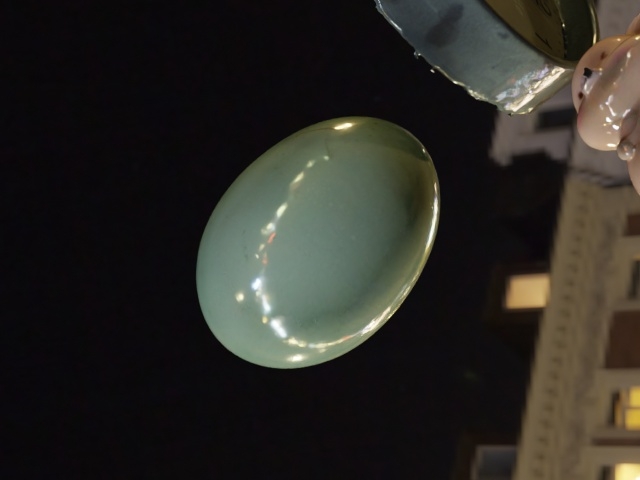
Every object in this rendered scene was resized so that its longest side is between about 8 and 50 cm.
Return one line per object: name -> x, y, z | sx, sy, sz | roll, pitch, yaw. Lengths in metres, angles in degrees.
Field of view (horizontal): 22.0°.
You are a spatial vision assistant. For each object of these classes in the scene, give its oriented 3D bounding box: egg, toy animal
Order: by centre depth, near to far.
toy animal -> 0.205, -0.072, 1.016 | 0.089, 0.083, 0.150 | 43, -161, -54
egg -> 0.000, 0.000, 1.333 | 0.231, 0.168, 0.168 | -47, -53, -8

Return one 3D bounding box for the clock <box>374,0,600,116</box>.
clock -> 0.112, -0.290, 1.467 | 0.386, 0.076, 0.386 | 39, -148, -30
